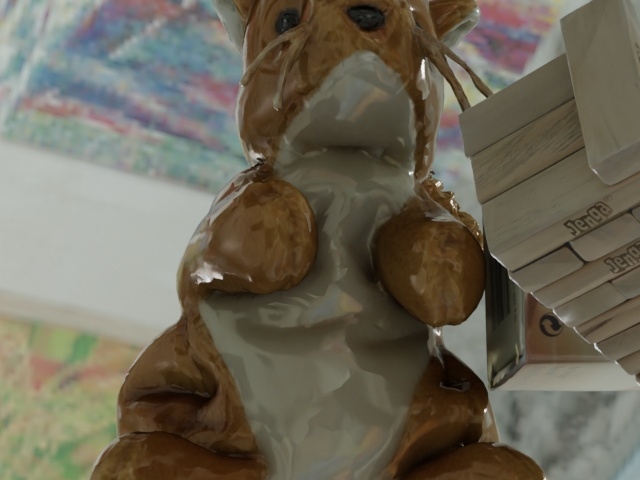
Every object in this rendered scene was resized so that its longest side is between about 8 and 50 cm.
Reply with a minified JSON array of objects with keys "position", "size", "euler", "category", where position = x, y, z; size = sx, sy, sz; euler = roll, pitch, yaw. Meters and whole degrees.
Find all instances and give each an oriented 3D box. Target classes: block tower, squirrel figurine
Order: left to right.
[{"position":[0.000,0.000,1.249],"size":[0.397,0.281,0.370],"euler":[93,-3,-84],"category":"squirrel figurine"},{"position":[0.191,0.029,0.834],"size":[0.097,0.335,0.091],"euler":[-29,-137,24],"category":"block tower"}]

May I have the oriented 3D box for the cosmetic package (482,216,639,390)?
[{"position":[0.258,0.026,1.138],"size":[0.153,0.296,0.129],"euler":[100,-11,-77],"category":"cosmetic package"}]
